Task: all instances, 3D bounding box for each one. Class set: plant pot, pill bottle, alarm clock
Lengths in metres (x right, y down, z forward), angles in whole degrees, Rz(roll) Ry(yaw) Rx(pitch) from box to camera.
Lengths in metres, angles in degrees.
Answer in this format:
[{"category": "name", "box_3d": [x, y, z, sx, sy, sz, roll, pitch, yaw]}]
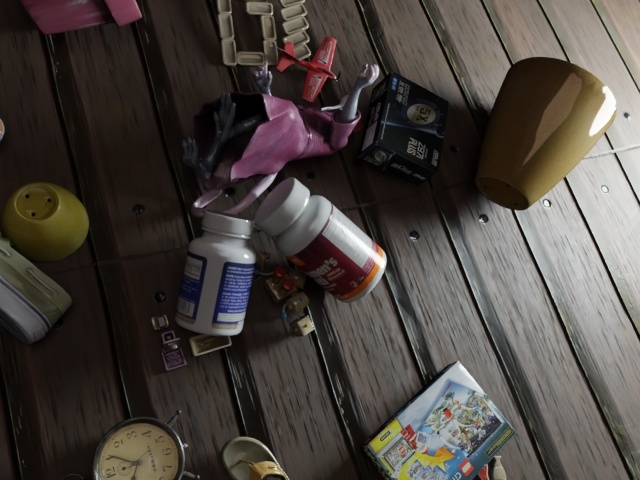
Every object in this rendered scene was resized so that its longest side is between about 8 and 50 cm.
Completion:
[{"category": "plant pot", "box_3d": [-0.453, -0.043, 0.953, 0.134, 0.095, 0.134, 5, 68, -14]}, {"category": "pill bottle", "box_3d": [0.000, 0.000, 1.009, 0.221, 0.121, 0.121, 40, 63, -23]}, {"category": "alarm clock", "box_3d": [-0.288, 0.337, 0.870, 0.192, 0.064, 0.129, -14, 74, -22]}, {"category": "plant pot", "box_3d": [-0.455, -0.473, 1.077, 0.180, 0.201, 0.201, -27, 78, -7]}, {"category": "plant pot", "box_3d": [0.432, -0.196, 1.198, 0.237, 0.237, 0.254, 33, 78, -1]}, {"category": "pill bottle", "box_3d": [-0.164, 0.050, 0.950, 0.112, 0.112, 0.186, 12, 95, -11]}]

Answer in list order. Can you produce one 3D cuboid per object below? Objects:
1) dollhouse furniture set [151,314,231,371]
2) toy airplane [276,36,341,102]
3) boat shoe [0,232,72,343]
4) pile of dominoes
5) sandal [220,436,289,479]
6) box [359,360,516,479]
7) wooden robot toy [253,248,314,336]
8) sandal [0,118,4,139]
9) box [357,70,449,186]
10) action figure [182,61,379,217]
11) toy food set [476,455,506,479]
[{"category": "dollhouse furniture set", "box_3d": [-0.207, 0.148, 0.955, 0.114, 0.081, 0.091, -14, 74, -20]}, {"category": "toy airplane", "box_3d": [-0.027, -0.363, 1.224, 0.151, 0.028, 0.151, 0, 89, -17]}, {"category": "boat shoe", "box_3d": [-0.524, 0.032, 0.914, 0.302, 0.109, 0.094, 46, 50, -5]}, {"category": "pile of dominoes", "box_3d": [-0.126, -0.479, 1.255, 0.196, 0.040, 0.251, -3, 79, -18]}, {"category": "sandal", "box_3d": [-0.083, 0.382, 0.917, 0.072, 0.049, 0.180, -35, 82, -24]}, {"category": "box", "box_3d": [0.205, 0.343, 1.012, 0.233, 0.044, 0.159, -34, 81, -24]}, {"category": "wooden robot toy", "box_3d": [-0.048, 0.077, 1.035, 0.079, 0.076, 0.173, -27, 79, -34]}, {"category": "sandal", "box_3d": [-0.650, -0.159, 0.931, 0.265, 0.076, 0.102, -29, 80, -22]}, {"category": "box", "box_3d": [0.170, -0.224, 1.187, 0.147, 0.077, 0.180, 23, 65, -20]}, {"category": "action figure", "box_3d": [-0.042, -0.186, 1.070, 0.370, 0.248, 0.275, -13, 109, -44]}, {"category": "toy food set", "box_3d": [0.295, 0.440, 1.014, 0.078, 0.019, 0.122, -3, 70, -16]}]
